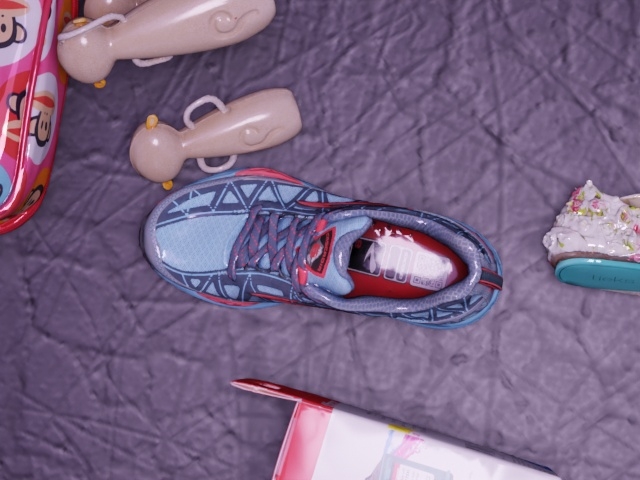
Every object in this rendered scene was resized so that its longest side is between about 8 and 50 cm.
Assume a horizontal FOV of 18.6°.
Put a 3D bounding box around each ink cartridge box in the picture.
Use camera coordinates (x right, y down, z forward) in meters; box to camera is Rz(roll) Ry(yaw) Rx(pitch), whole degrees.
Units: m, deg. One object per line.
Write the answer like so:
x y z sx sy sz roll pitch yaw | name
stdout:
0.043 0.162 1.350 0.231 0.134 0.078 17 88 4 | ink cartridge box

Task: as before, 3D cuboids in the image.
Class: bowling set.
-0.126 -0.191 1.383 0.154 0.287 0.200 -18 43 -6 | bowling set

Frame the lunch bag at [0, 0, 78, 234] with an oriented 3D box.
-0.327 -0.146 1.395 0.293 0.120 0.258 9 86 4 | lunch bag

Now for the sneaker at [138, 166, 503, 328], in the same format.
0.000 0.000 1.367 0.262 0.125 0.104 6 86 3 | sneaker

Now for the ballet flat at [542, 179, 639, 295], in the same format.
0.279 0.008 1.378 0.241 0.091 0.077 13 65 0 | ballet flat
